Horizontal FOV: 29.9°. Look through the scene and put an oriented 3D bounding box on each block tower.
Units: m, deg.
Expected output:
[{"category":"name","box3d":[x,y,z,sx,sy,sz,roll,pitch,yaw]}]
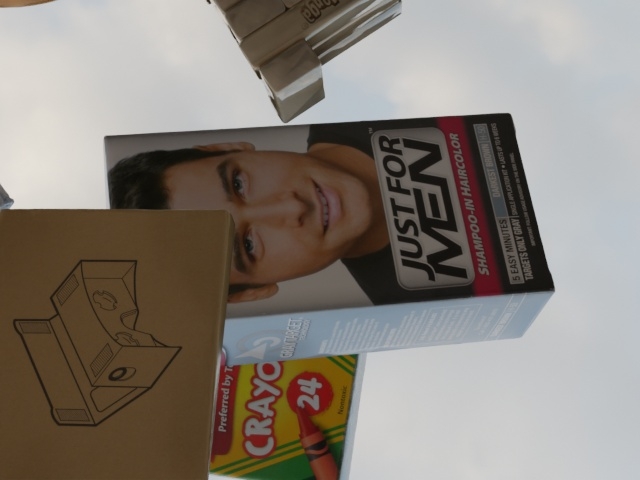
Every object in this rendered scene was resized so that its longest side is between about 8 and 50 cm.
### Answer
[{"category":"block tower","box3d":[-0.077,-0.231,0.658,0.335,0.097,0.091,57,-179,5]}]

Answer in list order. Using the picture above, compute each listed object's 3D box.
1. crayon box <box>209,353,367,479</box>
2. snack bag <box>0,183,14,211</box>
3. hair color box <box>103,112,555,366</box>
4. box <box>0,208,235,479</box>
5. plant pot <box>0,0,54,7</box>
[{"category":"crayon box","box3d":[-0.115,0.163,1.345,0.319,0.081,0.202,6,-104,11]},{"category":"snack bag","box3d":[-0.432,-0.077,1.054,0.037,0.323,0.342,-24,-103,-51]},{"category":"hair color box","box3d":[0.000,0.000,1.076,0.375,0.113,0.185,-5,-116,-10]},{"category":"box","box3d":[-0.144,0.067,0.772,0.164,0.021,0.201,0,-123,5]},{"category":"plant pot","box3d":[-0.290,-0.382,1.062,0.291,0.203,0.290,4,-120,-6]}]
